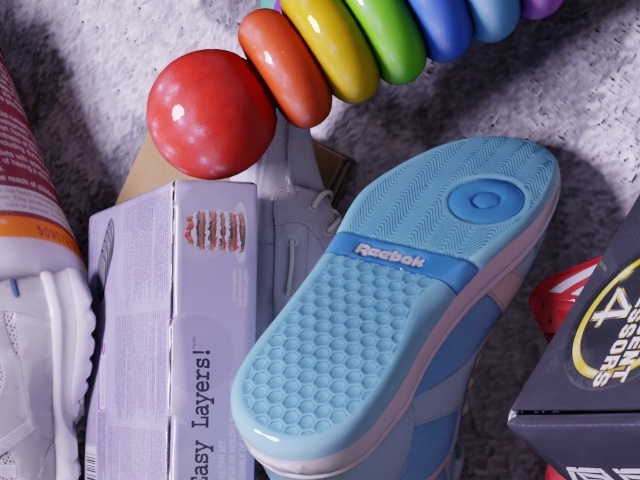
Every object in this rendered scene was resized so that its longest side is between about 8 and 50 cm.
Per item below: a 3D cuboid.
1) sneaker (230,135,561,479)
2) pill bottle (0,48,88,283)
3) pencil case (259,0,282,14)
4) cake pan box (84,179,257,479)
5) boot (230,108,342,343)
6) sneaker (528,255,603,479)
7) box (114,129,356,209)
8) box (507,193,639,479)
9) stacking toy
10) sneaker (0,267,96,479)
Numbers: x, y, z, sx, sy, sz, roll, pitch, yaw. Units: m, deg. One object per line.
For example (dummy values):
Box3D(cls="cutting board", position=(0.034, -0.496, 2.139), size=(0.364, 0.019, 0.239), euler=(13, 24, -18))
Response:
Box3D(cls="sneaker", position=(0.067, 0.085, 1.020), size=(0.127, 0.208, 0.319), euler=(20, 51, 34))
Box3D(cls="pill bottle", position=(-0.359, -0.071, 1.292), size=(0.224, 0.224, 0.392), euler=(-38, 60, 22))
Box3D(cls="pencil case", position=(-0.005, -0.258, 1.172), size=(0.104, 0.104, 0.236), euler=(-11, 70, 32))
Box3D(cls="cake pan box", position=(-0.115, 0.098, 1.092), size=(0.246, 0.070, 0.266), euler=(162, 110, -69))
Box3D(cls="boot", position=(0.000, 0.000, 1.102), size=(0.123, 0.095, 0.258), euler=(6, 95, 15))
Box3D(cls="sneaker", position=(0.175, 0.107, 0.979), size=(0.128, 0.087, 0.221), euler=(32, 86, 44))
Box3D(cls="box", position=(-0.082, -0.027, 1.213), size=(0.201, 0.021, 0.164), euler=(29, 96, 35))
Box3D(cls="box", position=(0.300, -0.040, 0.731), size=(0.395, 0.097, 0.318), euler=(-54, 21, -22))
Box3D(cls="stacking toy", position=(0.026, -0.154, 1.023), size=(0.330, 0.141, 0.141), euler=(-31, 60, -2))
Box3D(cls="sneaker", position=(-0.251, 0.146, 1.188), size=(0.105, 0.115, 0.281), euler=(-123, 39, -60))
